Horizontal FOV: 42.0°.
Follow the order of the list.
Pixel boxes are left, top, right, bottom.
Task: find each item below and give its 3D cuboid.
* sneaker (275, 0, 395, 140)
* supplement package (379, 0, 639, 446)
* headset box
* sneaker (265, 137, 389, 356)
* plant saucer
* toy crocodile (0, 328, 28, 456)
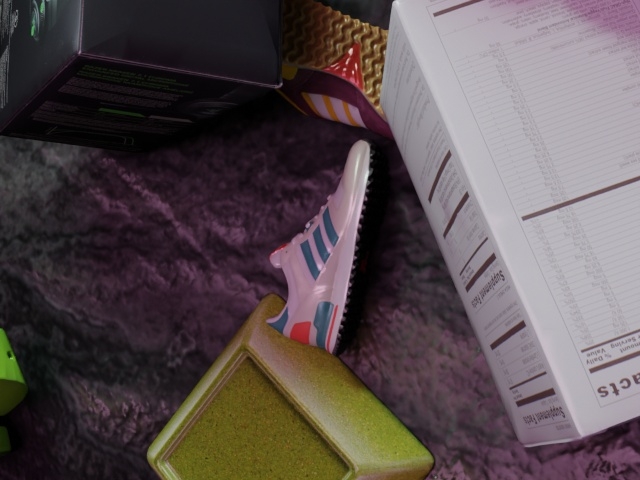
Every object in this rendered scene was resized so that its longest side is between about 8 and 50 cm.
[{"bbox_3d":[0.030,-0.114,0.613,0.185,0.084,0.069,30,77,3],"label":"sneaker"},{"bbox_3d":[0.141,-0.022,0.477,0.139,0.134,0.244,-19,75,-4],"label":"supplement package"},{"bbox_3d":[-0.136,-0.209,0.594,0.283,0.131,0.246,-9,79,59],"label":"headset box"},{"bbox_3d":[0.000,0.000,0.615,0.075,0.057,0.161,13,95,19],"label":"sneaker"},{"bbox_3d":[-0.043,0.168,0.634,0.188,0.045,0.188,44,106,24],"label":"plant saucer"},{"bbox_3d":[-0.401,0.174,0.791,0.340,0.105,0.115,-23,75,25],"label":"toy crocodile"}]
